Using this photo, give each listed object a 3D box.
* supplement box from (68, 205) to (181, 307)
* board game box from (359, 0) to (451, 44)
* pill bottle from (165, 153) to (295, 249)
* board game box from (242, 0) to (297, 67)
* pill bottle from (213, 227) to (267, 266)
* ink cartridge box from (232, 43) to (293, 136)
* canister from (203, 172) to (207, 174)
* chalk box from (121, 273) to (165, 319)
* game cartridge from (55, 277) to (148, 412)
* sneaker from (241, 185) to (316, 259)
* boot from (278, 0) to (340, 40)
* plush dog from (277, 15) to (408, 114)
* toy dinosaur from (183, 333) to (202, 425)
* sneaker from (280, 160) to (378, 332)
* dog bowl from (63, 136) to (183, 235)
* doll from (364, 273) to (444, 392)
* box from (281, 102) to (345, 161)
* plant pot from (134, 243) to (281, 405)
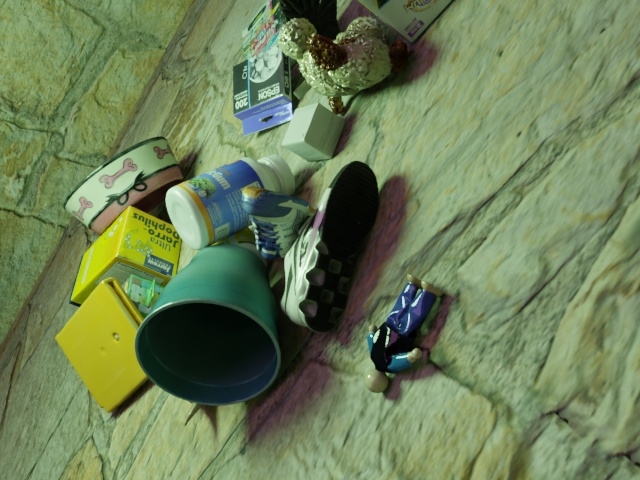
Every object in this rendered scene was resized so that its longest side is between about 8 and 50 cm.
[{"bbox_3d":[-0.625,0.083,1.872,0.356,0.194,0.195,-34,42,37],"label":"supplement box"},{"bbox_3d":[0.147,-0.570,1.131,0.242,0.316,0.064,-43,37,28],"label":"board game box"},{"bbox_3d":[-0.196,-0.099,1.326,0.272,0.152,0.152,-30,17,-31],"label":"pill bottle"},{"bbox_3d":[-0.134,-0.628,1.783,0.224,0.097,0.303,-43,38,29],"label":"board game box"},{"bbox_3d":[-0.211,0.018,1.400,0.117,0.117,0.215,-56,33,11],"label":"pill bottle"},{"bbox_3d":[-0.165,-0.415,1.626,0.206,0.045,0.208,-10,81,41],"label":"ink cartridge box"},{"bbox_3d":[-0.342,-0.098,1.715,0.126,0.073,0.170,-35,43,37],"label":"canister"},{"bbox_3d":[-0.531,0.199,1.716,0.213,0.132,0.132,-41,37,29],"label":"chalk box"},{"bbox_3d":[-0.594,0.303,1.646,0.324,0.053,0.285,-42,81,32],"label":"game cartridge"},{"bbox_3d":[-0.081,-0.023,1.151,0.112,0.296,0.131,19,88,17],"label":"sneaker"},{"bbox_3d":[-0.039,-0.578,1.416,0.131,0.348,0.260,-16,45,1],"label":"boot"},{"bbox_3d":[0.059,-0.378,1.247,0.225,0.262,0.210,-153,56,-67],"label":"plush dog"},{"bbox_3d":[-0.300,0.291,1.338,0.200,0.127,0.295,-43,49,40],"label":"toy dinosaur"},{"bbox_3d":[0.000,0.000,1.109,0.146,0.122,0.330,8,73,54],"label":"sneaker"},{"bbox_3d":[-0.642,-0.169,1.965,0.408,0.150,0.408,-38,4,3],"label":"dog bowl"},{"bbox_3d":[0.120,0.150,0.901,0.189,0.046,0.129,-62,31,1],"label":"doll"},{"bbox_3d":[-0.017,-0.247,1.344,0.101,0.087,0.102,4,71,56],"label":"box"},{"bbox_3d":[-0.205,0.146,1.188,0.271,0.272,0.255,-45,22,27],"label":"plant pot"}]
